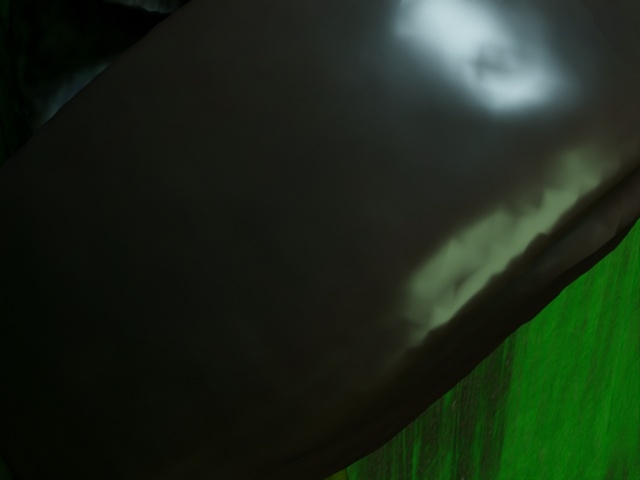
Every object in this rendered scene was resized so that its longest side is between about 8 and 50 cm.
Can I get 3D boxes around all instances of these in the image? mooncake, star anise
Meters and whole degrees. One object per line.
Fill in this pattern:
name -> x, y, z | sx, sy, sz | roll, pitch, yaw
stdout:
mooncake -> 0.000, 0.000, 0.841 | 0.326, 0.174, 0.334 | -35, 170, -13
star anise -> -0.044, -0.134, 0.841 | 0.223, 0.109, 0.236 | -33, 172, 3

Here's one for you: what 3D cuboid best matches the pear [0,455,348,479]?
pear -> -0.078, 0.136, 1.033 | 0.198, 0.198, 0.198 | -44, 155, -27
